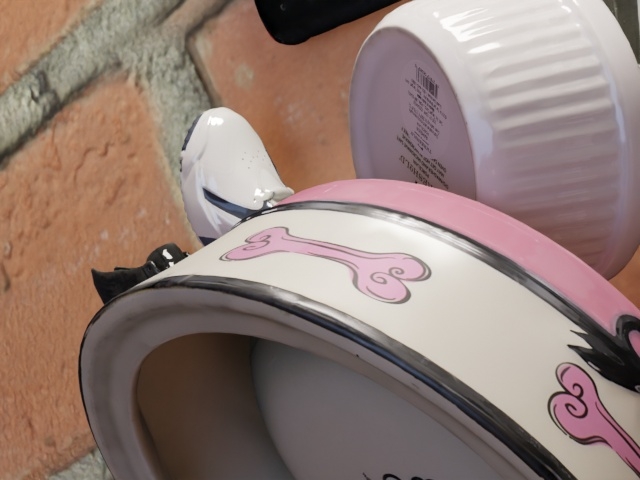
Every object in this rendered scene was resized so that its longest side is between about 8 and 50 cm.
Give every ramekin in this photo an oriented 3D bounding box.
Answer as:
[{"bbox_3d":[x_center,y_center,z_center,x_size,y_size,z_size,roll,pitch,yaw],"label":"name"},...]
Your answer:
[{"bbox_3d":[0.101,-0.060,1.012,0.207,0.109,0.207,168,90,-67],"label":"ramekin"}]

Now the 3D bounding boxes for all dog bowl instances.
[{"bbox_3d":[0.059,0.136,0.982,0.408,0.150,0.408,27,144,22],"label":"dog bowl"}]

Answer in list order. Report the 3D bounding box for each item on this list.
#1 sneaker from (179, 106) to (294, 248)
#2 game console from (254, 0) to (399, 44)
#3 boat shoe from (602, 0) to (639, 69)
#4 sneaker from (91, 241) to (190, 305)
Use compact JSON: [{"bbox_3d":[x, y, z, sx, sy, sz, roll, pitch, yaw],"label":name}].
[{"bbox_3d":[0.000,0.000,1.160,0.153,0.094,0.235,-22,80,36],"label":"sneaker"},{"bbox_3d":[0.068,-0.348,1.111,0.386,0.060,0.342,-18,87,39],"label":"game console"},{"bbox_3d":[0.199,-0.100,1.009,0.070,0.078,0.219,-4,83,38],"label":"boat shoe"},{"bbox_3d":[-0.109,0.041,1.274,0.170,0.051,0.089,-23,82,46],"label":"sneaker"}]
